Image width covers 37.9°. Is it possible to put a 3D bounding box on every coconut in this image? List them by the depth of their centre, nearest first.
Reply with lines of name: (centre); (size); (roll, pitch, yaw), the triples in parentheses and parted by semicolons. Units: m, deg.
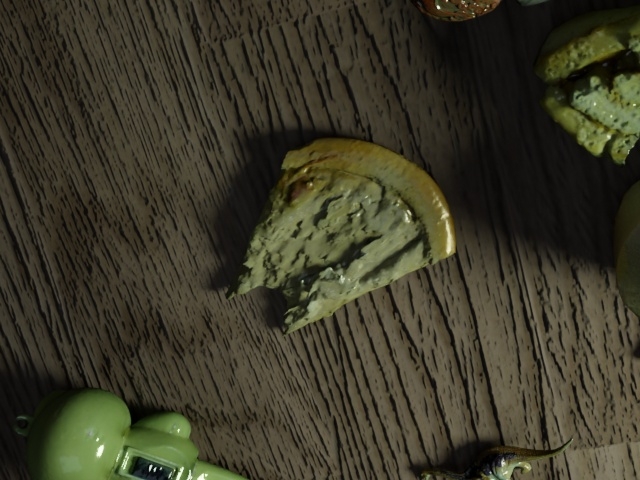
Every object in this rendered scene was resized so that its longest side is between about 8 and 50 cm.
coconut: (0.328, 0.011, 0.798); (0.147, 0.152, 0.147); (5, 114, 10)

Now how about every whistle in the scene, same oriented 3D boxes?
whistle: (-0.207, 0.257, 1.063); (0.294, 0.141, 0.141); (26, 116, -16)

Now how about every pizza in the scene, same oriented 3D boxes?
pizza: (0.000, 0.000, 0.941); (0.262, 0.034, 0.181); (-37, 99, 24)

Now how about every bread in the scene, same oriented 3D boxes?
bread: (0.243, -0.154, 0.791); (0.110, 0.103, 0.156); (28, 110, 15)

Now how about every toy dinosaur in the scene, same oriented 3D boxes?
toy dinosaur: (0.192, 0.246, 0.989); (0.180, 0.037, 0.058); (-25, 108, 22)

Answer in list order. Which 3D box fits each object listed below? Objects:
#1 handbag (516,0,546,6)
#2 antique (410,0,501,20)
handbag: (0.200, -0.287, 0.626); (0.341, 0.247, 0.240); (-5, 115, -23)
antique: (0.114, -0.232, 0.784); (0.104, 0.104, 0.104); (5, 112, 12)
